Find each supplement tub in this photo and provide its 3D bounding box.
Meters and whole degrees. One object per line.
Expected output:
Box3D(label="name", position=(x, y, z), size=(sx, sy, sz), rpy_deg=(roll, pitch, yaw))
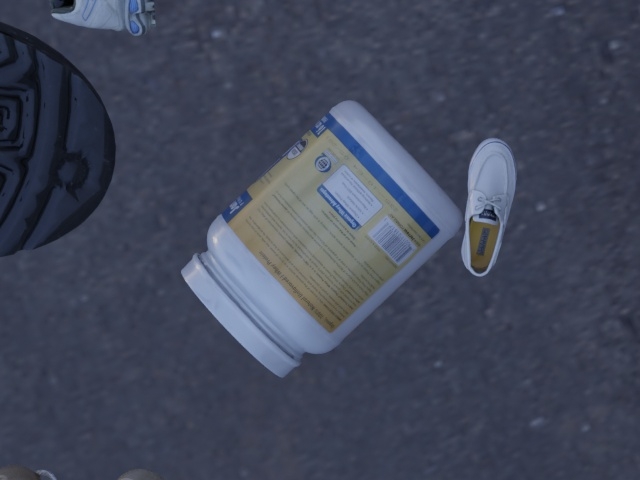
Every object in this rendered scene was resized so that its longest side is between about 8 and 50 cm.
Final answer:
Box3D(label="supplement tub", position=(0.000, 0.000, 1.619), size=(0.200, 0.144, 0.144), rpy_deg=(-43, 69, 2))

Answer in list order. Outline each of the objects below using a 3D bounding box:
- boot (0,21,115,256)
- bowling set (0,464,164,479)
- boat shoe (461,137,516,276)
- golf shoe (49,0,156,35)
Box3D(label="boot", position=(-0.291, -0.112, 1.132), size=(0.260, 0.348, 0.131), rpy_deg=(-113, 38, -68))
Box3D(label="bowling set", position=(-0.279, 0.269, 1.644), size=(0.200, 0.287, 0.154), rpy_deg=(-19, 68, 51))
Box3D(label="boat shoe", position=(0.119, -0.022, 1.419), size=(0.035, 0.035, 0.100), rpy_deg=(10, 107, -2))
Box3D(label="golf shoe", position=(-0.161, -0.215, 1.405), size=(0.176, 0.086, 0.069), rpy_deg=(92, 174, -45))
